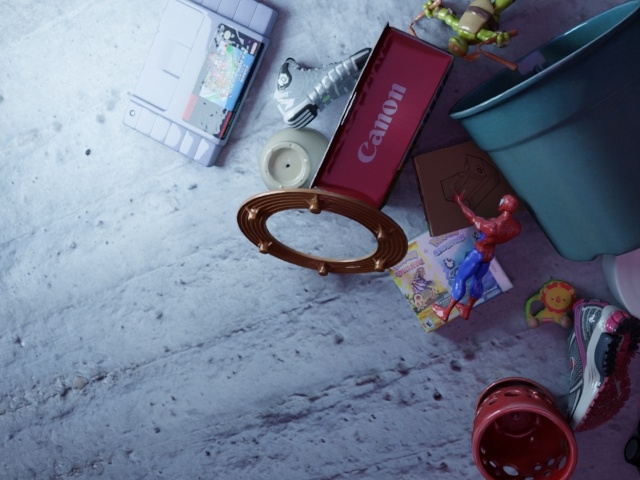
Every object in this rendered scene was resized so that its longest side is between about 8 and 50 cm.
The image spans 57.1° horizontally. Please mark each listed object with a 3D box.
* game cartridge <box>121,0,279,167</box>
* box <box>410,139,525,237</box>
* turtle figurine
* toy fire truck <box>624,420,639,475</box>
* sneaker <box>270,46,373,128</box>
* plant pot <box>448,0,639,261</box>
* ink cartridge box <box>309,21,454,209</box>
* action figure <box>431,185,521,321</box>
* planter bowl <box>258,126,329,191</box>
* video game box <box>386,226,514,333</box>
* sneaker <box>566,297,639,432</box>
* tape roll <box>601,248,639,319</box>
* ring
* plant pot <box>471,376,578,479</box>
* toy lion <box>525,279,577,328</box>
[{"bbox_3d":[-0.255,-0.359,1.239,0.230,0.068,0.355,28,104,10],"label":"game cartridge"},{"bbox_3d":[0.289,-0.111,1.152,0.201,0.021,0.164,-16,95,-9],"label":"box"},{"bbox_3d":[0.308,-0.413,1.081,0.217,0.087,0.269,-53,47,6],"label":"turtle figurine"},{"bbox_3d":[0.673,0.391,1.087,0.158,0.246,0.217,22,103,6],"label":"toy fire truck"},{"bbox_3d":[-0.007,-0.340,1.182,0.228,0.086,0.132,-37,70,0],"label":"sneaker"},{"bbox_3d":[0.450,-0.167,1.010,0.341,0.341,0.334,-30,101,15],"label":"plant pot"},{"bbox_3d":[0.118,-0.211,1.079,0.130,0.272,0.309,26,104,6],"label":"ink cartridge box"},{"bbox_3d":[0.280,0.010,1.112,0.091,0.139,0.280,-3,134,-28],"label":"action figure"},{"bbox_3d":[-0.058,-0.155,1.208,0.162,0.109,0.162,2,100,12],"label":"planter bowl"},{"bbox_3d":[0.261,0.063,1.216,0.205,0.048,0.187,-32,90,14],"label":"video game box"},{"bbox_3d":[0.542,0.251,1.166,0.121,0.112,0.299,-10,117,-24],"label":"sneaker"},{"bbox_3d":[0.686,0.040,1.099,0.286,0.100,0.286,2,100,10],"label":"tape roll"},{"bbox_3d":[0.000,0.000,1.132,0.336,0.336,0.032,7,64,10],"label":"ring"},{"bbox_3d":[0.396,0.382,1.178,0.191,0.174,0.191,2,100,10],"label":"plant pot"},{"bbox_3d":[0.468,0.128,1.196,0.100,0.034,0.096,-4,92,12],"label":"toy lion"}]
